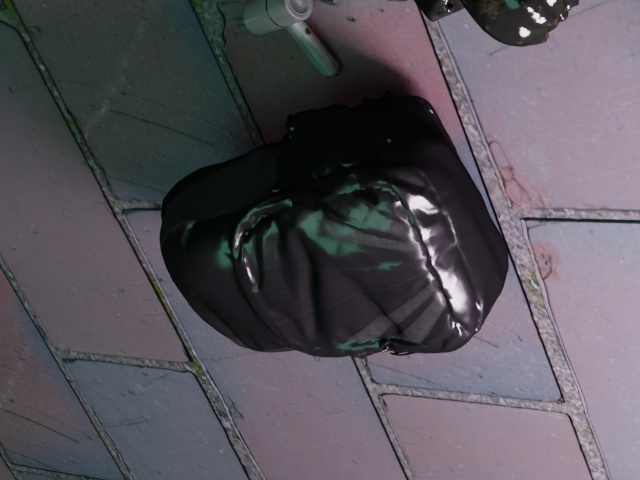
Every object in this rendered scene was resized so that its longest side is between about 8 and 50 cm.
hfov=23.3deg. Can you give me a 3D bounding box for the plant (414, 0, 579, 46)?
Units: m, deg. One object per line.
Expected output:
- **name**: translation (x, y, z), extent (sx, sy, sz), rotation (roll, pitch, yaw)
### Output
- **plant**: translation (0.158, -0.310, 1.583), extent (0.256, 0.164, 0.142), rotation (44, 143, 10)

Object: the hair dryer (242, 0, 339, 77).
- **hair dryer**: translation (-0.025, -0.246, 1.883), extent (0.082, 0.047, 0.137), rotation (-15, 126, 46)

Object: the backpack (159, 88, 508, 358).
- **backpack**: translation (0.000, 0.000, 1.945), extent (0.446, 0.255, 0.363), rotation (-9, 124, 27)
